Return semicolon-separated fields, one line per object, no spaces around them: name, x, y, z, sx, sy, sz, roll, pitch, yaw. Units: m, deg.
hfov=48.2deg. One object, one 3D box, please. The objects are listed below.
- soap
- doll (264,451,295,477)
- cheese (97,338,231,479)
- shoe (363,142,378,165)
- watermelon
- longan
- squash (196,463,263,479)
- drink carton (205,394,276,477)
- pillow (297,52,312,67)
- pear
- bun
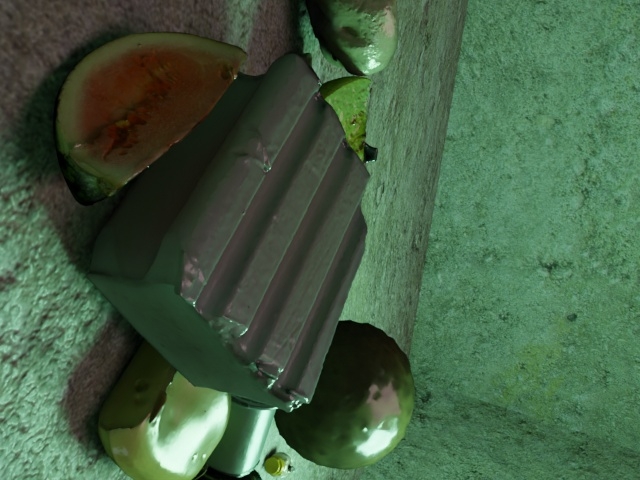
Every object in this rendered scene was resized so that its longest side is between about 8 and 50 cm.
soap;-0.107;-0.019;1.096;0.350;0.213;0.435;52;50;-40
doll;-0.106;0.644;2.042;0.127;0.084;0.073;36;64;-66
cheese;-0.250;0.298;1.230;0.259;0.128;0.315;-60;150;-29
shoe;0.070;-0.214;1.803;0.227;0.112;0.099;-44;147;-62
watermelon;-0.235;-0.172;0.861;0.128;0.159;0.303;59;43;-26
longan;0.053;0.389;1.856;0.391;0.391;0.391;15;90;-73
squash;-0.220;0.578;1.482;0.252;0.165;0.252;-38;140;-41
drink carton;-0.175;0.352;1.453;0.189;0.185;0.191;-68;167;17
pillow;-0.056;-0.277;1.479;0.130;0.033;0.217;-35;138;-57
pear;-0.020;-0.179;1.419;0.239;0.139;0.288;-33;133;-51
bun;0.054;-0.458;1.421;0.273;0.168;0.272;166;-90;-82
